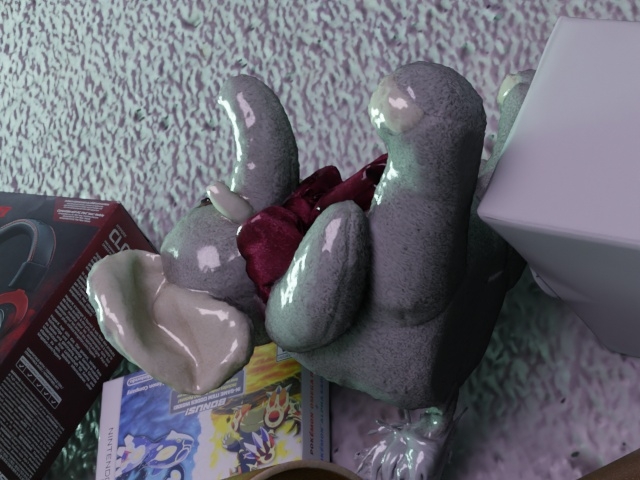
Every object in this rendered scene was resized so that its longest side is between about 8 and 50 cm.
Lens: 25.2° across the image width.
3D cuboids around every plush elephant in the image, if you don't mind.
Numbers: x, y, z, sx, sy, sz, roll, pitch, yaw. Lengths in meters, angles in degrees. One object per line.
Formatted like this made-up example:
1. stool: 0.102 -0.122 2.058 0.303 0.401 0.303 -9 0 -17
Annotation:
1. plush elephant: 0.000 0.000 0.999 0.255 0.272 0.330 21 112 24

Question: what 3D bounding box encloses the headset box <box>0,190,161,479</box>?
1. headset box: -0.282 0.076 1.241 0.218 0.110 0.293 6 51 38

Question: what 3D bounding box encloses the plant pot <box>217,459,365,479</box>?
1. plant pot: -0.097 0.270 0.958 0.254 0.237 0.237 -10 58 41

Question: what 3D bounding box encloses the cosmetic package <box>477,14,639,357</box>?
1. cosmetic package: 0.312 -0.003 0.821 0.385 0.217 0.156 14 72 39

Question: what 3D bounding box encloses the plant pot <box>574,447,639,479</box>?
1. plant pot: 0.197 0.191 0.829 0.165 0.167 0.167 -34 48 6

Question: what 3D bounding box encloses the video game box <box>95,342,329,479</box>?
1. video game box: -0.087 0.177 1.120 0.205 0.048 0.187 -19 56 27
